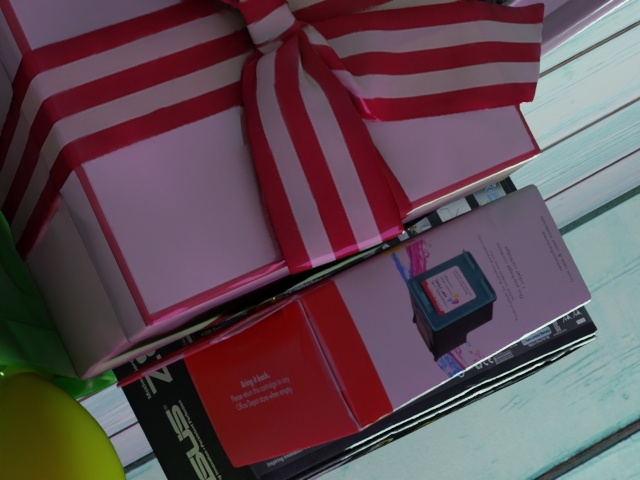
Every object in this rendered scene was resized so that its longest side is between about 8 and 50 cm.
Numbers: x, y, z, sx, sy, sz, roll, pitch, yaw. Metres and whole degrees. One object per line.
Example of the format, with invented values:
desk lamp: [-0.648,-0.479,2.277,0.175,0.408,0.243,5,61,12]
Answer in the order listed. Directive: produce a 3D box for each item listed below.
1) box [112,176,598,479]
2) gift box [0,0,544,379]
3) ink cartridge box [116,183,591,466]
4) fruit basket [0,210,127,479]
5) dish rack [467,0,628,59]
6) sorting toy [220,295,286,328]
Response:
box: [0.000,0.000,1.053,0.395,0.318,0.097,-18,166,-45]
gift box: [-0.045,-0.097,0.761,0.276,0.255,0.258,-29,178,-21]
ink cartridge box: [0.019,0.055,0.778,0.231,0.078,0.134,-24,178,-35]
fruit basket: [-0.254,0.124,0.814,0.282,0.392,0.392,-20,169,7]
dish rack: [0.207,-0.202,1.034,0.333,0.072,0.285,-34,-172,37]
sorting toy: [-0.029,0.069,0.871,0.042,0.061,0.102,-11,-141,29]
